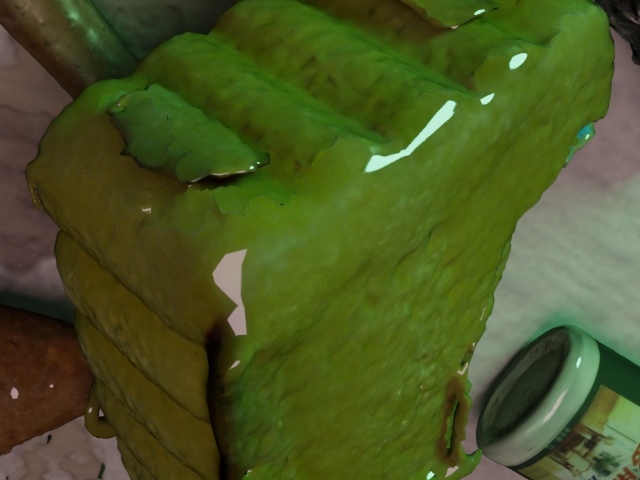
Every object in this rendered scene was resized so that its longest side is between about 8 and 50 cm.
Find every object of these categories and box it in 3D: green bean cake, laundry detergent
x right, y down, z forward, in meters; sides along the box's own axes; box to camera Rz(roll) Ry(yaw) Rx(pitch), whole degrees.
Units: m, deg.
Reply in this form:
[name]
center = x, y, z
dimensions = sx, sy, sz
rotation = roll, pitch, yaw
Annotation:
[green bean cake]
center = 0.000, 0.000, 0.824
dimensions = 0.285, 0.202, 0.310
rotation = -33, 142, -29
[laundry detergent]
center = 0.211, 0.141, 1.000
dimensions = 0.225, 0.070, 0.099
rotation = 31, 102, -23

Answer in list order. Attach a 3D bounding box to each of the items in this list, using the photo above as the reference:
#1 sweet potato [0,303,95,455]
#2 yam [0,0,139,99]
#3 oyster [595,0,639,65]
[sweet potato]
center = -0.255, 0.098, 0.883
dimensions = 0.336, 0.131, 0.131
rotation = -1, 118, -6
[yam]
center = -0.167, -0.149, 0.804
dimensions = 0.046, 0.046, 0.264
rotation = -34, 118, 10
[oyster]
center = 0.165, -0.155, 0.804
dimensions = 0.087, 0.252, 0.199
rotation = -26, 78, 18
